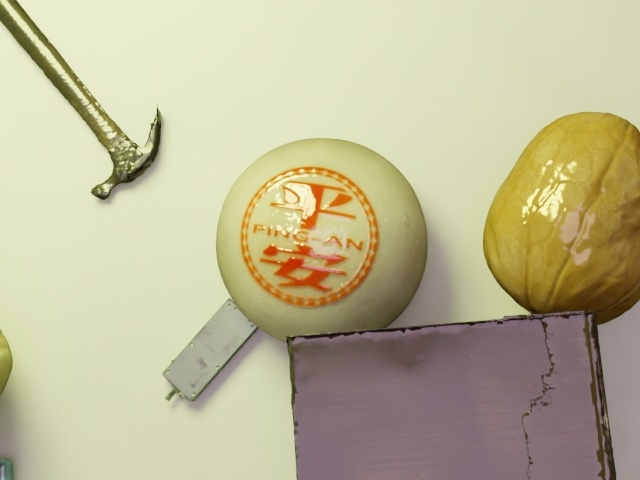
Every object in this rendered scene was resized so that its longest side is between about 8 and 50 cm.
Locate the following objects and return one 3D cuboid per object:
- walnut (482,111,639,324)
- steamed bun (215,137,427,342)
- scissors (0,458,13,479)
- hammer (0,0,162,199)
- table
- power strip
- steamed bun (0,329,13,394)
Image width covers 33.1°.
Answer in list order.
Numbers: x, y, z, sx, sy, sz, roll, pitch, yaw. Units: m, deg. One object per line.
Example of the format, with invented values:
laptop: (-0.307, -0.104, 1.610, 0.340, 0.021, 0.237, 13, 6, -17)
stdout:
walnut: (0.267, -0.022, 1.113, 0.193, 0.193, 0.226, 20, 86, 5)
steamed bun: (0.000, 0.000, 1.147, 0.231, 0.145, 0.232, 0, 84, 3)
scissors: (-0.455, 0.393, 1.195, 0.191, 0.029, 0.360, 20, 88, 9)
hammer: (-0.298, -0.190, 1.243, 0.125, 0.027, 0.297, -41, 83, -1)
table: (0.117, 0.188, 1.061, 0.282, 0.250, 0.196, -4, 79, 1)
power strip: (-0.127, 0.127, 1.205, 0.051, 0.019, 0.136, 40, 88, 4)
steamed bun: (-0.461, 0.147, 1.150, 0.273, 0.166, 0.232, 25, 91, 26)
